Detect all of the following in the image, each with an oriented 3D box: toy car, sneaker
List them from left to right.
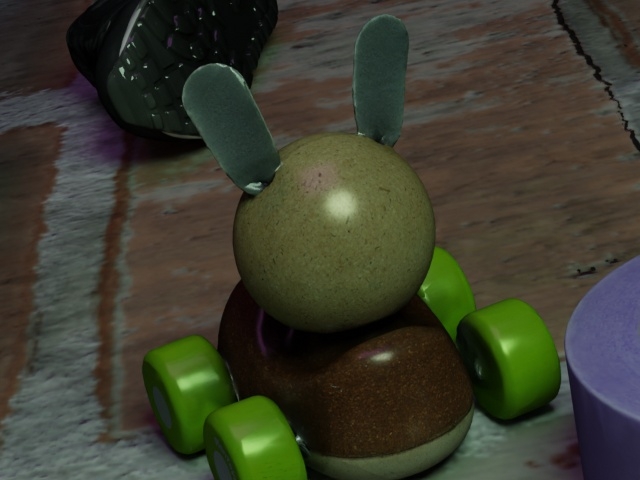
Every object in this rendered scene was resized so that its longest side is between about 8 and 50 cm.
[{"bbox_3d":[-0.117,-0.121,1.323,0.124,0.107,0.283,-20,17,19],"label":"sneaker"},{"bbox_3d":[0.000,0.000,0.857,0.155,0.188,0.149,-20,25,-19],"label":"toy car"}]

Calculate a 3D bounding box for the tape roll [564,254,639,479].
[{"bbox_3d":[0.193,0.063,0.767,0.189,0.080,0.189,-9,24,4],"label":"tape roll"}]
